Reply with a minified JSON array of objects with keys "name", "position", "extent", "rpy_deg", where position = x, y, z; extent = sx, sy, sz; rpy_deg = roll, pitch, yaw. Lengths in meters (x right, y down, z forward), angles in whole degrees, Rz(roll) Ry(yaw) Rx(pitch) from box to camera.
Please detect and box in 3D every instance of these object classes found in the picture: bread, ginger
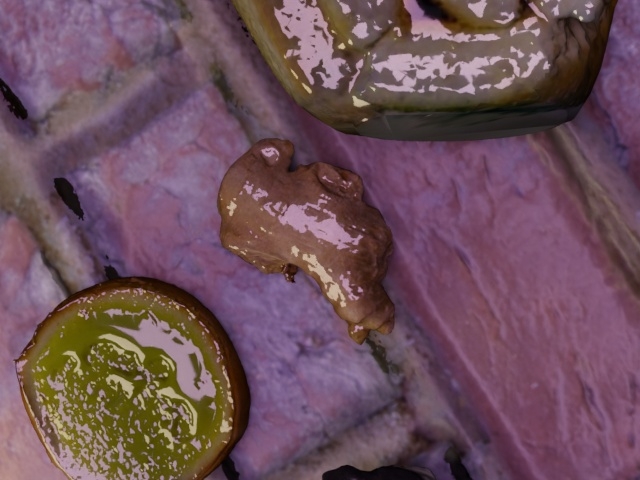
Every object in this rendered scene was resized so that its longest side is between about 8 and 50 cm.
[{"name":"bread","position":[-0.186,0.147,1.587],"extent":[0.236,0.070,0.236],"rpy_deg":[1,95,9]},{"name":"bread","position":[0.076,-0.214,1.434],"extent":[0.395,0.239,0.264],"rpy_deg":[-6,93,12]},{"name":"ginger","position":[0.002,-0.005,1.545],"extent":[0.213,0.074,0.137],"rpy_deg":[36,108,9]}]

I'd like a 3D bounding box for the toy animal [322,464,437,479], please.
[{"name":"toy animal","position":[0.068,0.320,1.550],"extent":[0.121,0.094,0.225],"rpy_deg":[-5,92,1]}]
